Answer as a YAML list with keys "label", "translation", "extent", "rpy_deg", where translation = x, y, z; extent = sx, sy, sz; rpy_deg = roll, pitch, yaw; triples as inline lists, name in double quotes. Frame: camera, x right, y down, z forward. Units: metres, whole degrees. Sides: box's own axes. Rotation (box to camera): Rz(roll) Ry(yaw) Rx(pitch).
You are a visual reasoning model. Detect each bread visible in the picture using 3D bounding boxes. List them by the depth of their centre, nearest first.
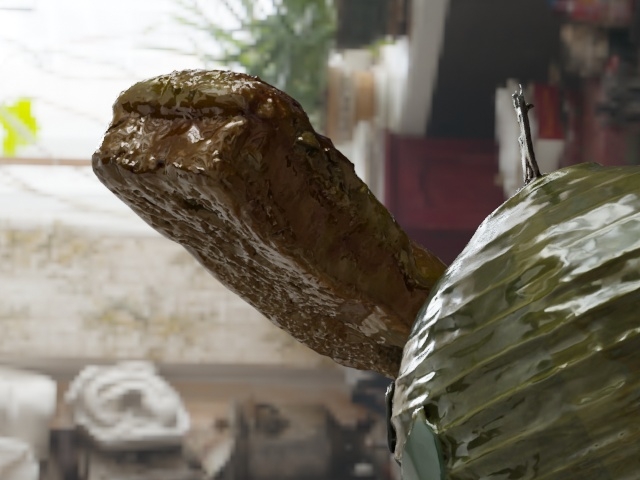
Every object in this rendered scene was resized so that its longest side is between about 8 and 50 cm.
- label: "bread"
  translation: [0.000, 0.000, 1.261]
  extent: [0.380, 0.185, 0.109]
  rpy_deg: [42, -118, -45]

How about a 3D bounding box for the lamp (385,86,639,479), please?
- label: "lamp"
  translation: [0.139, 0.062, 0.755]
  extent: [0.250, 0.250, 0.284]
  rpy_deg: [114, 131, -78]
